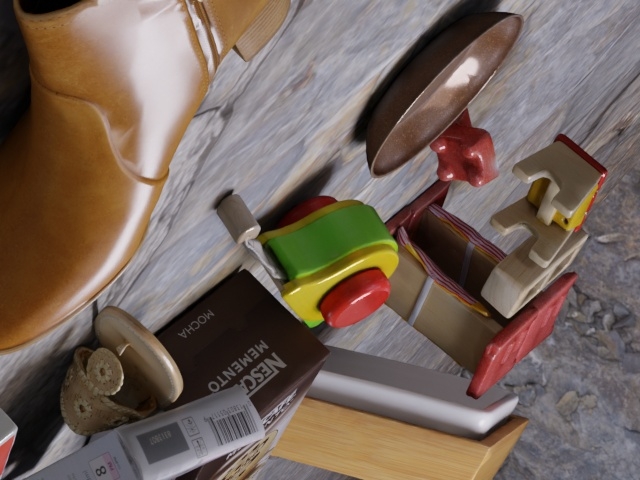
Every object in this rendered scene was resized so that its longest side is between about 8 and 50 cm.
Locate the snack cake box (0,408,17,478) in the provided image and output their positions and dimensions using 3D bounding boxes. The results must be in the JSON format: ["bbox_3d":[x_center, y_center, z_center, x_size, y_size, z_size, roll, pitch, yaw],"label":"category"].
[{"bbox_3d":[-0.306,0.197,1.331,0.152,0.089,0.264,-36,165,-35],"label":"snack cake box"}]

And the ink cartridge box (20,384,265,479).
[{"bbox_3d":[-0.187,0.200,1.636,0.232,0.066,0.189,-33,171,29],"label":"ink cartridge box"}]

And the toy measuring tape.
[{"bbox_3d":[0.000,0.000,1.730,0.121,0.121,0.330,-45,160,-3],"label":"toy measuring tape"}]

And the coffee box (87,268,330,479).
[{"bbox_3d":[-0.122,0.179,1.868,0.168,0.119,0.297,-38,167,-32],"label":"coffee box"}]

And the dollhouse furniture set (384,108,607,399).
[{"bbox_3d":[0.183,-0.020,2.124,0.152,0.201,0.374,-38,160,-34],"label":"dollhouse furniture set"}]

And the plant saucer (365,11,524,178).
[{"bbox_3d":[0.104,-0.140,1.787,0.198,0.036,0.198,-44,170,-10],"label":"plant saucer"}]

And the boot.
[{"bbox_3d":[-0.129,-0.078,1.023,0.295,0.104,0.211,-51,164,-3],"label":"boot"}]

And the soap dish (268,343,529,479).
[{"bbox_3d":[0.076,0.210,2.276,0.229,0.291,0.118,-9,112,-74],"label":"soap dish"}]

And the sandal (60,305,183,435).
[{"bbox_3d":[-0.171,0.129,1.591,0.079,0.088,0.240,-49,175,-18],"label":"sandal"}]
